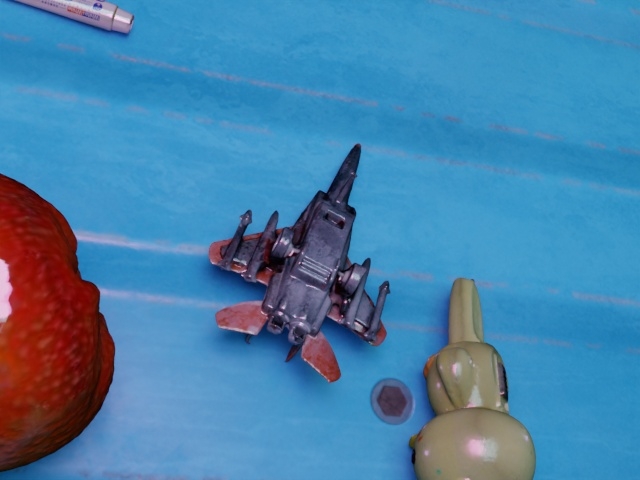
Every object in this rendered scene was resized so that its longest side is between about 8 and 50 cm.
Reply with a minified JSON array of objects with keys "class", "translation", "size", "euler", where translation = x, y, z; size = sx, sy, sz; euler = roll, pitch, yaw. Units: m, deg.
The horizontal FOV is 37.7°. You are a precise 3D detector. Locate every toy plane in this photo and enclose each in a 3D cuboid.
[{"class":"toy plane","translation":[0.002,-0.003,1.078],"size":[0.223,0.104,0.326],"euler":[27,60,-7]}]

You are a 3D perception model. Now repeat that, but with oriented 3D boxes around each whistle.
[{"class":"whistle","translation":[0.155,0.185,1.061],"size":[0.141,0.141,0.294],"euler":[5,47,-19]}]

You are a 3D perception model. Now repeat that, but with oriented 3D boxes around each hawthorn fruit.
[{"class":"hawthorn fruit","translation":[-0.332,0.071,0.829],"size":[0.299,0.275,0.275],"euler":[2,66,-29]}]

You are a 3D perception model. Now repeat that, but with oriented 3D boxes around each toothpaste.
[{"class":"toothpaste","translation":[-0.332,-0.296,1.123],"size":[0.218,0.033,0.052],"euler":[18,58,-10]}]
